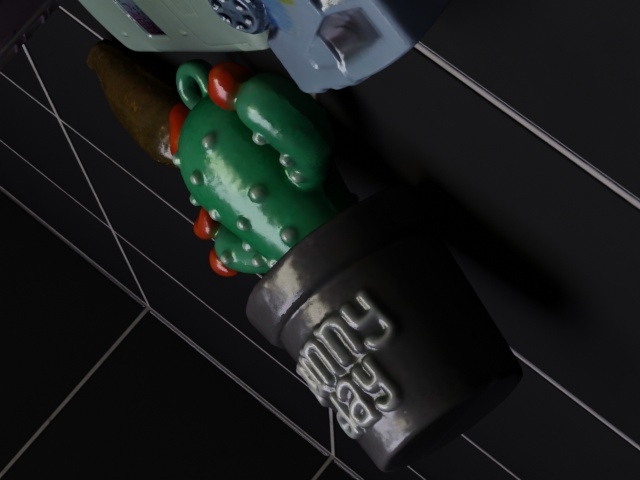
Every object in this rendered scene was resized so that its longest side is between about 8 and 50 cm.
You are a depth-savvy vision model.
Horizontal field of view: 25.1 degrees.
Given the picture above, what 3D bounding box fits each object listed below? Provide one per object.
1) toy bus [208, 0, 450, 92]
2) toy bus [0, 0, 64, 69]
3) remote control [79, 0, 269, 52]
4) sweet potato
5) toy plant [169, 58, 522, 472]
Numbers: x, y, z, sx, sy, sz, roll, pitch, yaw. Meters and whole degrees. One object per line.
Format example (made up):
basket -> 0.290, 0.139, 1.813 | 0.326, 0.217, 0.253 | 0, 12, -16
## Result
toy bus -> -0.047, -0.229, 0.816 | 0.136, 0.109, 0.330 | 2, 141, 52
toy bus -> -0.327, -0.237, 1.322 | 0.142, 0.202, 0.142 | 38, 169, 11
remote control -> -0.131, -0.214, 1.173 | 0.140, 0.056, 0.296 | 45, 164, -25
sweet potato -> -0.150, -0.117, 1.467 | 0.286, 0.085, 0.112 | 35, 170, 24
toy plant -> -0.001, -0.004, 1.237 | 0.400, 0.185, 0.279 | 53, 176, 18
